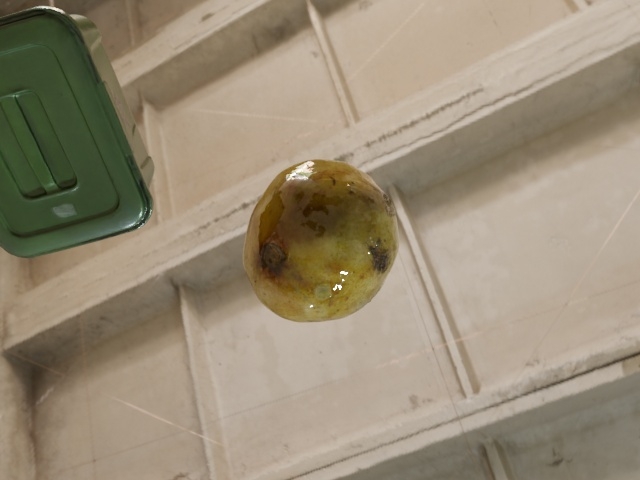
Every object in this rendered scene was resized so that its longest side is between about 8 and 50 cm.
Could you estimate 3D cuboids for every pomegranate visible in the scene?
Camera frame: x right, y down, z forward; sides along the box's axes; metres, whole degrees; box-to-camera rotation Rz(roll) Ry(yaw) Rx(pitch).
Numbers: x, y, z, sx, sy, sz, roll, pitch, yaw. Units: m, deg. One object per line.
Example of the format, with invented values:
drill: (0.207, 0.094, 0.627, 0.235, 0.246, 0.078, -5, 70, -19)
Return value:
pomegranate: (0.000, 0.000, 1.007, 0.260, 0.260, 0.260, -8, -119, 15)

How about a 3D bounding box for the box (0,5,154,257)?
box: (-0.401, -0.162, 0.953, 0.253, 0.328, 0.178, -14, -157, 4)
